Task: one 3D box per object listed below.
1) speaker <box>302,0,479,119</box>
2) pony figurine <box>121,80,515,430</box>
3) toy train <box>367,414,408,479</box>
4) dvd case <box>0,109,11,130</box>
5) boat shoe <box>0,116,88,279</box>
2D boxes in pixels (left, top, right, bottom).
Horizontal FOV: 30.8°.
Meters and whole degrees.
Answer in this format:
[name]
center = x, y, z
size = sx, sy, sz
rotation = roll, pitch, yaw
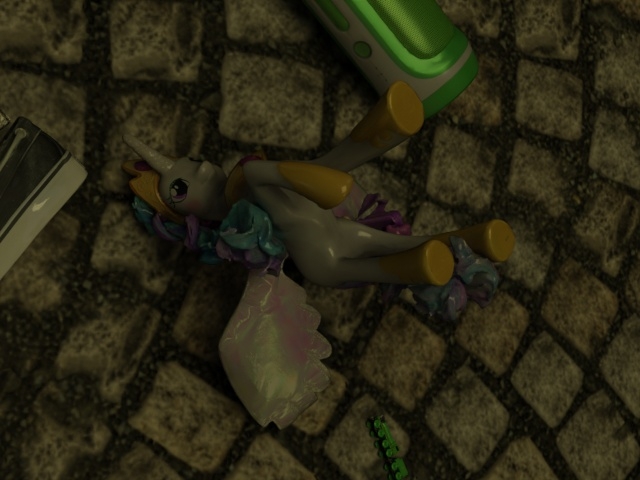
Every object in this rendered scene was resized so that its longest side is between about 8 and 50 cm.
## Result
[speaker]
center = 0.052, -0.279, 1.327
size = 0.296, 0.131, 0.131
rotation = 49, 63, -16
[pony figurine]
center = 0.000, 0.000, 1.172
size = 0.351, 0.363, 0.303
rotation = 49, 55, -34
[toy train]
center = 0.078, 0.238, 1.338
size = 0.023, 0.017, 0.083
rotation = -27, 97, -40
[dvd case]
center = -0.371, -0.131, 1.115
size = 0.087, 0.013, 0.119
rotation = -45, 107, -15
[boat shoe]
center = -0.341, 0.006, 1.071
size = 0.102, 0.108, 0.301
rotation = 45, 62, -18
